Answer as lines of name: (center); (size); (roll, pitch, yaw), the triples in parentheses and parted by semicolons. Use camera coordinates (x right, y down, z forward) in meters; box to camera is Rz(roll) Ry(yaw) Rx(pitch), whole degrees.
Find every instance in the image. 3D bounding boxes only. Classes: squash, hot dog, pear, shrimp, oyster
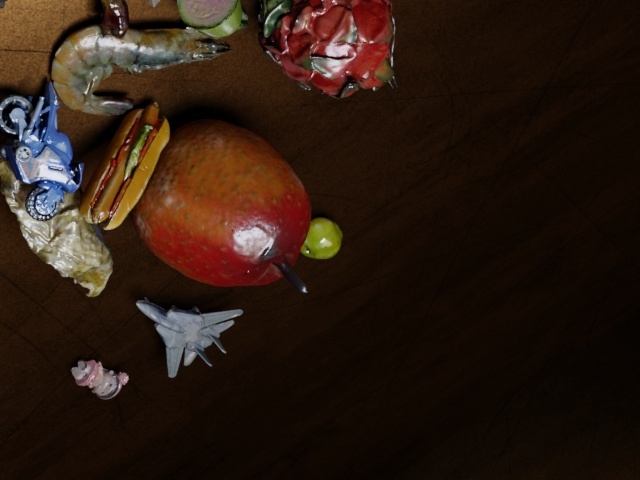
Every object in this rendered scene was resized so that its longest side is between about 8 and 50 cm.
squash: (-0.160, -0.358, 1.624); (0.105, 0.105, 0.132); (-40, 162, 3)
hot dog: (-0.317, -0.127, 1.665); (0.062, 0.092, 0.236); (77, 32, -68)
pear: (0.000, 0.000, 2.136); (0.097, 0.092, 0.092); (-33, 144, -7)
shrimp: (-0.285, -0.271, 1.630); (0.296, 0.058, 0.169); (-5, 138, -30)
oyster: (-0.430, -0.023, 1.716); (0.110, 0.166, 0.341); (-24, 126, -4)

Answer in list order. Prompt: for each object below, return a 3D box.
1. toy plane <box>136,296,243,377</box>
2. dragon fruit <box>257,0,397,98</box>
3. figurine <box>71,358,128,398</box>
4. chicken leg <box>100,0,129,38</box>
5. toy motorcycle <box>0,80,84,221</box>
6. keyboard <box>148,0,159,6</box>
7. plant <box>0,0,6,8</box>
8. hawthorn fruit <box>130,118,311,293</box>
toy plane: (-0.299, 0.167, 2.076); (0.212, 0.088, 0.267); (-43, 136, 6)
dragon fruit: (0.025, -0.337, 1.680); (0.234, 0.234, 0.293); (-43, 139, 8)
figurine: (-0.456, 0.279, 2.089); (0.072, 0.054, 0.129); (-51, 137, -6)
chicken leg: (-0.259, -0.440, 1.441); (0.322, 0.083, 0.177); (-55, 155, 10)
toy motorcycle: (-0.430, -0.136, 1.578); (0.114, 0.076, 0.205); (-26, 112, -32)
keyboard: (-0.205, -0.420, 1.505); (0.166, 0.017, 0.055); (-55, 171, -16)
plant: (-0.502, -0.369, 1.269); (0.164, 0.142, 0.256); (-51, 153, 18)
hawthorn fruit: (-0.147, -0.032, 1.758); (0.284, 0.369, 0.285); (-40, 162, -16)
